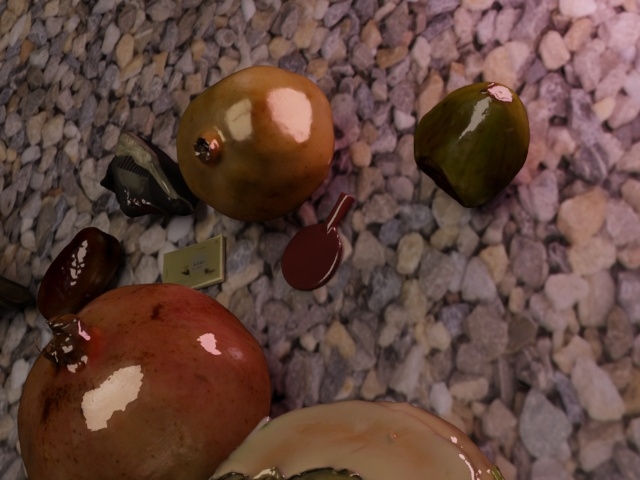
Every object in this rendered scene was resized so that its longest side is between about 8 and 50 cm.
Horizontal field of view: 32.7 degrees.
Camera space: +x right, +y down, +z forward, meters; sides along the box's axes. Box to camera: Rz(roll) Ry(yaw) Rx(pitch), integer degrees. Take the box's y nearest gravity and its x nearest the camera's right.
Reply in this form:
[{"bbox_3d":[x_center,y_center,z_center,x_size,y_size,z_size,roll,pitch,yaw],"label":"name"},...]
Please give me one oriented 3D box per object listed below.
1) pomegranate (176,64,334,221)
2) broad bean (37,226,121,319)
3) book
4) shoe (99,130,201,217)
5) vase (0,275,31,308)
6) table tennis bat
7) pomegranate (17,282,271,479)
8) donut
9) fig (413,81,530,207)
[{"bbox_3d":[-0.090,-0.135,1.560,0.233,0.233,0.233,-15,58,26],"label":"pomegranate"},{"bbox_3d":[-0.389,0.056,1.732,0.165,0.084,0.114,-45,33,13],"label":"broad bean"},{"bbox_3d":[-0.193,0.040,1.654,0.111,0.014,0.077,-17,57,25],"label":"book"},{"bbox_3d":[-0.274,-0.083,1.729,0.112,0.099,0.227,-51,46,8],"label":"shoe"},{"bbox_3d":[-0.674,0.083,1.819,0.302,0.241,0.329,-39,39,-4],"label":"vase"},{"bbox_3d":[0.000,0.000,1.549,0.098,0.019,0.155,28,85,40],"label":"table tennis bat"},{"bbox_3d":[-0.236,0.205,1.394,0.338,0.338,0.338,-15,58,26],"label":"pomegranate"},{"bbox_3d":[0.053,0.322,1.205,0.307,0.150,0.371,-30,36,-12],"label":"donut"},{"bbox_3d":[0.201,-0.134,1.410,0.144,0.154,0.166,36,129,4],"label":"fig"}]
